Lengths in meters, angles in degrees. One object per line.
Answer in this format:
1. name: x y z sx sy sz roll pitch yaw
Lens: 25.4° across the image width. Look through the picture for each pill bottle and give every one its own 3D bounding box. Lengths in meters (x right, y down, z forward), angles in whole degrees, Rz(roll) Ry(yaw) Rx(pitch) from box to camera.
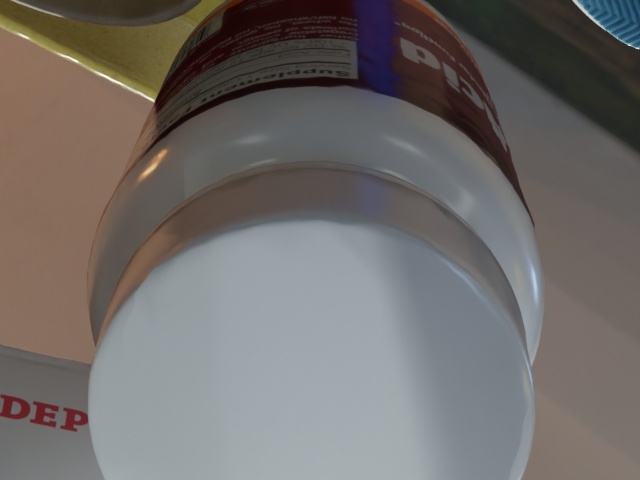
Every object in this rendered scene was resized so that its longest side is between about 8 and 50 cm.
1. pill bottle: 0.000 0.000 0.765 0.224 0.224 0.392 19 -158 -7

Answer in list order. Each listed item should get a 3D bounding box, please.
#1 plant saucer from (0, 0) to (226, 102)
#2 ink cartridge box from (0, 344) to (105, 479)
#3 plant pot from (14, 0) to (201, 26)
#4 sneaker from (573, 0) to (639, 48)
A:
1. plant saucer: -0.122 -0.282 0.909 0.333 0.333 0.081 25 -156 -16
2. ink cartridge box: -0.206 0.216 0.746 0.223 0.129 0.307 15 -122 -17
3. plant pot: -0.104 -0.293 0.703 0.256 0.256 0.274 27 -115 -1
4. sneaker: 0.270 -0.178 1.059 0.229 0.087 0.092 20 -166 -16
